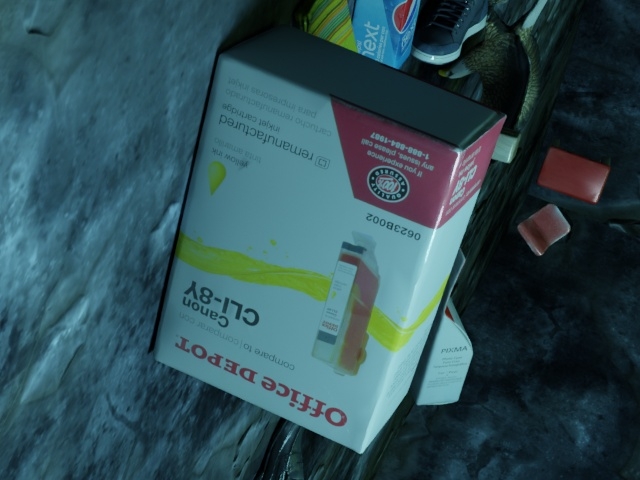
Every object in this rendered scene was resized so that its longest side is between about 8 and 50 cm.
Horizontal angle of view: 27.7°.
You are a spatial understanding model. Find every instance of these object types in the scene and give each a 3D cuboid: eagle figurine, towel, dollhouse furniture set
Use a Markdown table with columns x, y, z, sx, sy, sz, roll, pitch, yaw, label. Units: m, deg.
| x | y | z | sx | sy | sz | roll | pitch | yaw | label |
| --- | --- | --- | --- | --- | --- | --- | --- | --- | --- |
| 0.313 | -0.295 | 2.295 | 0.226 | 0.298 | 0.225 | -24 | -170 | -24 | eagle figurine |
| 0.025 | -0.204 | 1.581 | 0.102 | 0.021 | 0.237 | -53 | 142 | -36 | towel |
| 0.245 | -0.089 | 2.039 | 0.152 | 0.374 | 0.201 | -35 | 144 | -74 | dollhouse furniture set |

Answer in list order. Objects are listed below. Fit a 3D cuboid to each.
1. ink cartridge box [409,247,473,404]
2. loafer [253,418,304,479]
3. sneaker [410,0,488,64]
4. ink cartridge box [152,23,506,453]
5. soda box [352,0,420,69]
| x | y | z | sx | sy | sz | roll | pitch | yaw | label |
| --- | --- | --- | --- | --- | --- | --- | --- | --- | --- |
| 0.200 | 0.059 | 2.325 | 0.385 | 0.091 | 0.308 | 103 | -24 | -43 | ink cartridge box |
| -0.060 | 0.395 | 2.269 | 0.223 | 0.078 | 0.076 | -66 | 167 | -5 | loafer |
| 0.210 | -0.382 | 2.034 | 0.226 | 0.086 | 0.163 | -49 | 156 | -48 | sneaker |
| 0.000 | 0.000 | 1.424 | 0.160 | 0.279 | 0.385 | -42 | 152 | -59 | ink cartridge box |
| 0.090 | -0.321 | 1.697 | 0.067 | 0.071 | 0.210 | -55 | 162 | -41 | soda box |
